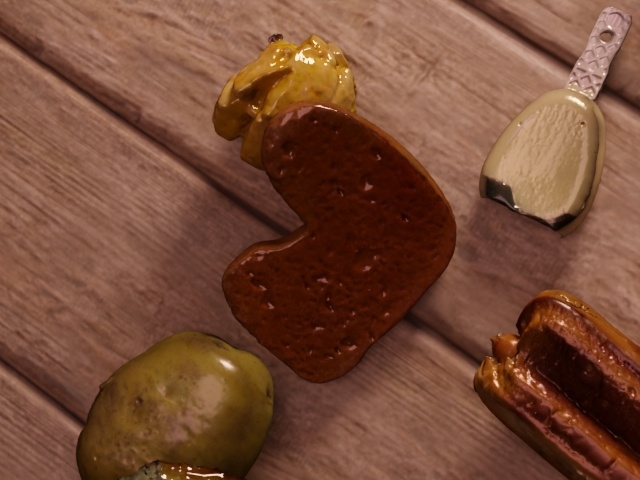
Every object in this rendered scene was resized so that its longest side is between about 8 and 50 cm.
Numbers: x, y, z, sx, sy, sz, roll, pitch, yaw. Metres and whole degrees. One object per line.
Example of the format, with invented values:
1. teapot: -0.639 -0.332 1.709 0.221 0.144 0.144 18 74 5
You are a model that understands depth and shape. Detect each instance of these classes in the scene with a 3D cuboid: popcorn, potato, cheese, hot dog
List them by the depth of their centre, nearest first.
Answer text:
1. hot dog: 0.325 0.200 1.407 0.349 0.117 0.158 39 102 11
2. cheese: 0.275 -0.137 1.464 0.127 0.054 0.252 27 93 14
3. popcorn: -0.040 -0.153 1.498 0.167 0.148 0.152 -25 51 -5
4. potato: -0.163 0.210 1.510 0.197 0.148 0.228 24 95 1

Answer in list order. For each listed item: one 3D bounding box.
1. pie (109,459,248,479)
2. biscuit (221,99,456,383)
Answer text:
1. pie: -0.151 0.356 1.456 0.354 0.288 0.103 -25 40 24
2. biscuit: 0.000 -0.001 1.475 0.262 0.052 0.277 37 102 -18
